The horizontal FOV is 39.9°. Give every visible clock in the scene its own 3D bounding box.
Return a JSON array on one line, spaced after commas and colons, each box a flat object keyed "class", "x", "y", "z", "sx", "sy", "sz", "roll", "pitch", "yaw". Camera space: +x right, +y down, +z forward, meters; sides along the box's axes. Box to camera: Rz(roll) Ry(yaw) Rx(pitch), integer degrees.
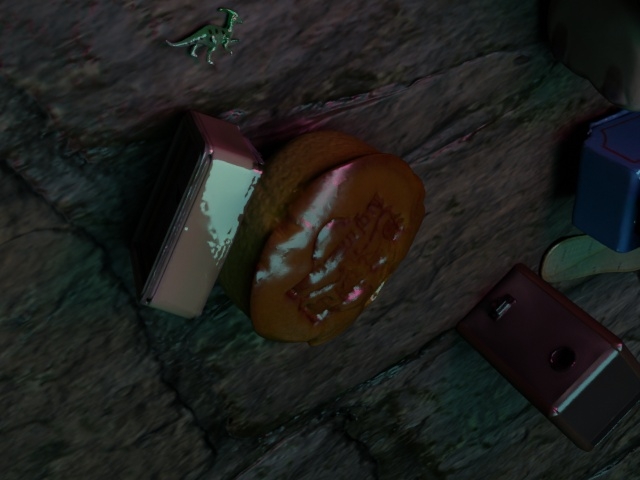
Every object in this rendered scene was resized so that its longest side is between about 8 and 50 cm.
[{"class": "clock", "x": -0.141, "y": -0.031, "z": 0.965, "sx": 0.071, "sy": 0.147, "sz": 0.192, "roll": 18, "pitch": 109, "yaw": -23}]

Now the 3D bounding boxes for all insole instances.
[{"class": "insole", "x": 0.506, "y": 0.010, "z": 1.480, "sx": 0.348, "sy": 0.009, "sz": 0.119, "roll": -10, "pitch": 124, "yaw": -27}]

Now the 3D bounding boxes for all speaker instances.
[{"class": "speaker", "x": 0.357, "y": 0.178, "z": 1.347, "sx": 0.153, "sy": 0.231, "sz": 0.192, "roll": -46, "pitch": 132, "yaw": 1}]

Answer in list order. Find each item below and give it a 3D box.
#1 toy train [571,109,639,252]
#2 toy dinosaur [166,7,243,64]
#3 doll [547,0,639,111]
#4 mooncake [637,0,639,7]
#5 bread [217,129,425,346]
[{"class": "toy train", "x": 0.525, "y": -0.085, "z": 1.262, "sx": 0.300, "sy": 0.265, "sz": 0.188, "roll": -21, "pitch": 129, "yaw": -25}, {"class": "toy dinosaur", "x": -0.118, "y": -0.223, "z": 0.943, "sx": 0.083, "sy": 0.021, "sz": 0.062, "roll": 15, "pitch": 102, "yaw": -41}, {"class": "doll", "x": 0.457, "y": -0.292, "z": 1.126, "sx": 0.370, "sy": 0.215, "sz": 0.226, "roll": -8, "pitch": 122, "yaw": -29}, {"class": "mooncake", "x": 0.526, "y": -0.381, "z": 0.864, "sx": 0.467, "sy": 0.262, "sz": 0.466, "roll": -12, "pitch": 112, "yaw": -31}, {"class": "bread", "x": 0.000, "y": 0.000, "z": 1.045, "sx": 0.270, "sy": 0.148, "sz": 0.269, "roll": -31, "pitch": 141, "yaw": -29}]
